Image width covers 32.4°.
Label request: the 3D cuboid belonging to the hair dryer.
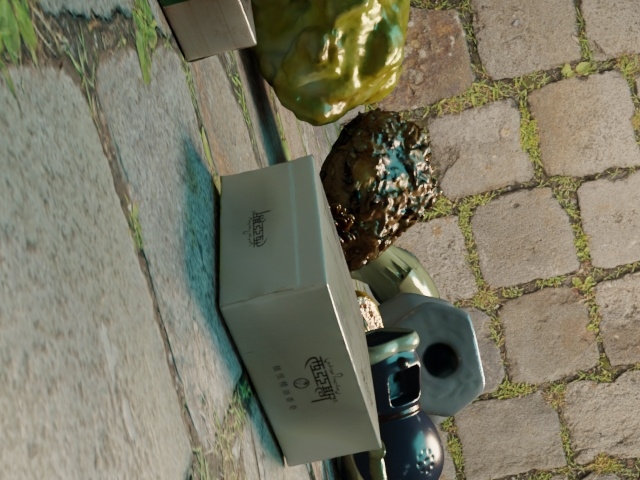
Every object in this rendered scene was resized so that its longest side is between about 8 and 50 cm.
[{"bbox_3d":[0.075,0.028,2.190,0.298,0.119,0.296,22,-21,47],"label":"hair dryer"}]

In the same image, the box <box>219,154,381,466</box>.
[{"bbox_3d":[-0.020,0.075,1.129,0.194,0.111,0.260,-96,173,-49],"label":"box"}]

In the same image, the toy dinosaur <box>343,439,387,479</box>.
[{"bbox_3d":[0.050,0.376,1.349,0.162,0.077,0.294,75,18,-61],"label":"toy dinosaur"}]

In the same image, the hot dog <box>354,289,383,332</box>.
[{"bbox_3d":[0.070,0.241,1.720,0.135,0.100,0.337,-74,151,-62],"label":"hot dog"}]

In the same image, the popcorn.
[{"bbox_3d":[0.028,-0.356,1.666,0.293,0.292,0.334,26,-63,46],"label":"popcorn"}]

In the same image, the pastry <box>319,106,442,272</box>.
[{"bbox_3d":[0.087,-0.072,1.728,0.275,0.193,0.275,-157,-90,-86],"label":"pastry"}]

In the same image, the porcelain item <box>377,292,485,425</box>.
[{"bbox_3d":[0.164,0.215,1.980,0.405,0.178,0.242,142,-65,-80],"label":"porcelain item"}]

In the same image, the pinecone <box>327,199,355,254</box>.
[{"bbox_3d":[-0.003,0.001,1.589,0.102,0.102,0.109,68,41,-57],"label":"pinecone"}]

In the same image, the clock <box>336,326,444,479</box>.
[{"bbox_3d":[0.087,0.255,1.552,0.199,0.146,0.243,-14,95,-44],"label":"clock"}]

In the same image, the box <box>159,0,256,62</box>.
[{"bbox_3d":[-0.128,-0.291,1.072,0.199,0.081,0.135,72,8,-58],"label":"box"}]
